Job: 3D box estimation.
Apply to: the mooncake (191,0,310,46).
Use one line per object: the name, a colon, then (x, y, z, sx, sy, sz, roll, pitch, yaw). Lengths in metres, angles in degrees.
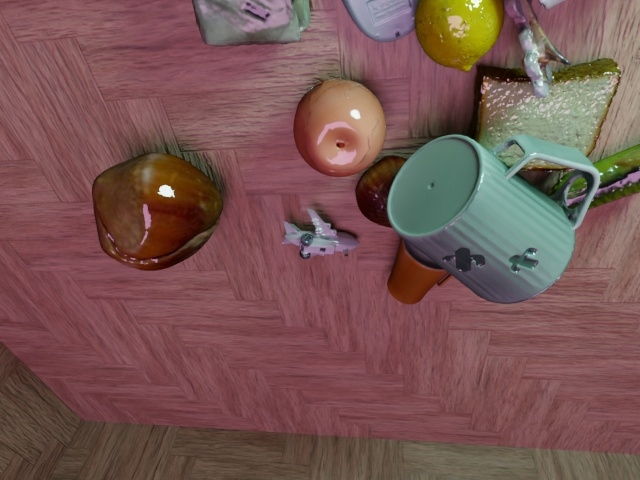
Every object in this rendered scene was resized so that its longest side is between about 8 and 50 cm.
mooncake: (-0.154, -0.545, 0.857, 0.254, 0.136, 0.250, -2, 132, 4)

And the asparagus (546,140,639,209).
asparagus: (0.710, -0.141, 1.084, 0.382, 0.108, 0.128, -24, 120, 23)

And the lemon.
lemon: (0.280, -0.456, 0.846, 0.173, 0.173, 0.206, -25, 118, 27)

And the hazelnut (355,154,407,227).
hazelnut: (0.188, -0.132, 1.145, 0.178, 0.178, 0.204, 19, 125, -8)

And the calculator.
calculator: (0.119, -0.566, 0.858, 0.185, 0.041, 0.299, -14, 129, 20)

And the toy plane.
toy plane: (-0.001, 0.004, 1.337, 0.255, 0.101, 0.251, 10, 144, 0)

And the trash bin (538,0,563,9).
trash bin: (0.500, -0.562, 0.646, 0.367, 0.296, 0.256, -24, 117, 35)

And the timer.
timer: (0.046, -0.276, 1.015, 0.229, 0.215, 0.230, 0, 129, 0)

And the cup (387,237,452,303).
cup: (0.335, 0.084, 1.322, 0.226, 0.182, 0.264, 6, 139, -9)

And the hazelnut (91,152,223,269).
hazelnut: (-0.466, -0.086, 1.203, 0.372, 0.315, 0.372, -17, 149, -10)

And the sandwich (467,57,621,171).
sandwich: (0.517, -0.290, 1.004, 0.301, 0.099, 0.271, 0, 138, 7)

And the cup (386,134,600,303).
cup: (0.411, -0.083, 1.011, 0.392, 0.310, 0.401, 28, 98, -33)

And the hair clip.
hair clip: (0.425, -0.416, 0.831, 0.075, 0.146, 0.257, -26, 83, 49)
